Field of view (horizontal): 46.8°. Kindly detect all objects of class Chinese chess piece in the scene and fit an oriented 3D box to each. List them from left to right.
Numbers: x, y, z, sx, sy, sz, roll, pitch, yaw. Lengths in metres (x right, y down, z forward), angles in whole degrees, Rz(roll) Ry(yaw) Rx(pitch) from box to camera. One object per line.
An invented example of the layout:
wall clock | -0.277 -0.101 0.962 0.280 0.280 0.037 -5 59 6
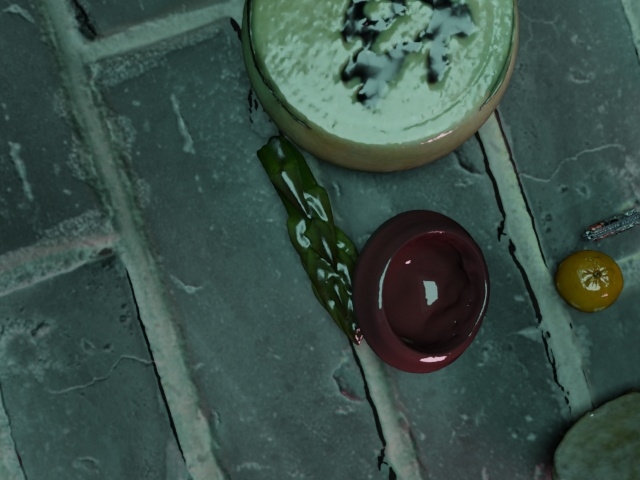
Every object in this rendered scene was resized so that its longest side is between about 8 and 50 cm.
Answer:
Chinese chess piece | 0.074 -0.261 0.936 0.349 0.146 0.349 0 88 1

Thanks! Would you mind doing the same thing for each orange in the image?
orange | 0.348 0.053 0.956 0.083 0.070 0.083 0 83 2

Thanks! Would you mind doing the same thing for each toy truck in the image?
toy truck | 0.386 -0.018 0.979 0.083 0.032 0.024 -21 92 1

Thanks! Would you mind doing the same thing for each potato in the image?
potato | 0.454 0.299 0.937 0.264 0.211 0.189 -3 130 32

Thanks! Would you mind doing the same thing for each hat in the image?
hat | 0.122 0.063 0.940 0.205 0.089 0.205 0 90 -24

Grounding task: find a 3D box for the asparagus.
asparagus | 0.000 0.000 0.962 0.080 0.080 0.287 -22 82 -1
